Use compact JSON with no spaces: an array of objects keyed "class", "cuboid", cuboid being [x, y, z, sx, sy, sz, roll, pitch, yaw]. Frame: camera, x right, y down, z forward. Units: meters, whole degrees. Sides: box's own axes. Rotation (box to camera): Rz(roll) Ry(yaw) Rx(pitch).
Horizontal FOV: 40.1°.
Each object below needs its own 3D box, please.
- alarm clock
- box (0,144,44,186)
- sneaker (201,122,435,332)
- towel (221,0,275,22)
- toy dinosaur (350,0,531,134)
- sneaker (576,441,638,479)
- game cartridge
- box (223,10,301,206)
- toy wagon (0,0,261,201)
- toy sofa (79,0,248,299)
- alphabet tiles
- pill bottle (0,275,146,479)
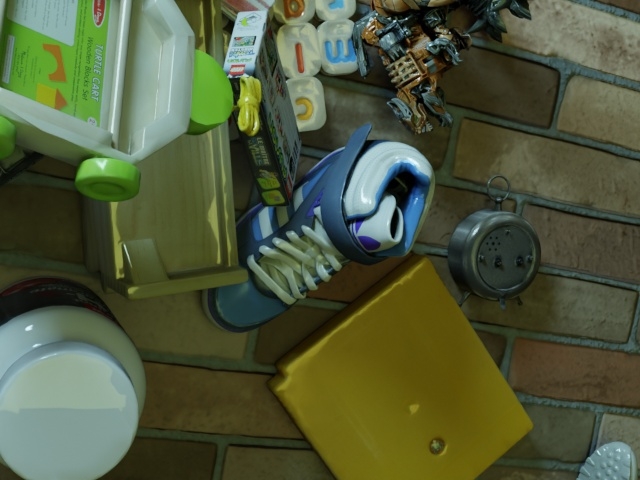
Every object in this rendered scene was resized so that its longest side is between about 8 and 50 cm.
[{"class":"alarm clock","cuboid":[0.252,0.002,1.255,0.130,0.064,0.191,-1,94,-20]},{"class":"box","cuboid":[-0.353,-0.144,0.902,0.143,0.270,0.165,-39,108,-12]},{"class":"sneaker","cuboid":[0.001,0.000,1.067,0.323,0.236,0.130,-45,109,-10]},{"class":"towel","cuboid":[-0.091,-0.375,1.081,0.144,0.029,0.197,34,83,-16]},{"class":"toy dinosaur","cuboid":[0.142,-0.307,1.134,0.219,0.164,0.321,-10,113,-3]},{"class":"sneaker","cuboid":[0.459,0.427,1.380,0.095,0.090,0.234,4,99,-33]},{"class":"game cartridge","cuboid":[0.117,0.228,1.243,0.285,0.053,0.323,-37,105,-12]},{"class":"box","cuboid":[-0.064,-0.148,1.020,0.036,0.114,0.207,-1,140,12]},{"class":"toy wagon","cuboid":[-0.202,-0.168,0.797,0.344,0.068,0.267,21,61,-41]},{"class":"toy sofa","cuboid":[-0.194,-0.121,1.024,0.150,0.177,0.362,-8,100,-29]},{"class":"alphabet tiles","cuboid":[-0.087,-0.271,1.116,0.284,0.021,0.277,-10,98,-19]},{"class":"pill bottle","cuboid":[-0.284,0.145,0.939,0.177,0.318,0.176,-3,98,-21]}]
